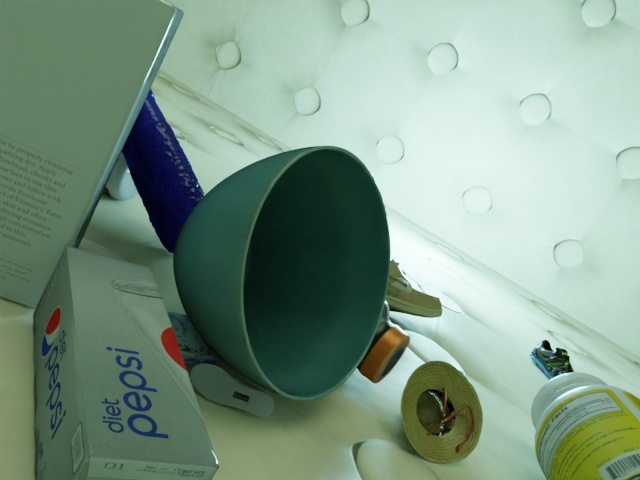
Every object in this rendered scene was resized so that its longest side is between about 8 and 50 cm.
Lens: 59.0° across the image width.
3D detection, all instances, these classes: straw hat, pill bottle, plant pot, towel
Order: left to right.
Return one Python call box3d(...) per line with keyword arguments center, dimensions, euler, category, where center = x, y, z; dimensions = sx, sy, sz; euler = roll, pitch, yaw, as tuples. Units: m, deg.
box3d(center=(-0.409, -0.172, 1.015), dimensions=(0.215, 0.117, 0.117), euler=(32, 13, 9), category="pill bottle")
box3d(center=(-0.261, -0.130, 0.848), dimensions=(0.308, 0.076, 0.227), euler=(62, -17, 3), category="towel")
box3d(center=(-0.067, 0.031, 0.705), dimensions=(0.195, 0.290, 0.290), euler=(5, -3, 36), category="plant pot")
box3d(center=(0.015, 0.108, 0.860), dimensions=(0.245, 0.130, 0.130), euler=(35, 14, 22), category="pill bottle")
box3d(center=(0.154, 0.242, 0.795), dimensions=(0.144, 0.145, 0.061), euler=(25, -24, -21), category="straw hat")
box3d(center=(0.418, 0.324, 0.792), dimensions=(0.187, 0.188, 0.334), euler=(29, 13, -4), category="pill bottle")

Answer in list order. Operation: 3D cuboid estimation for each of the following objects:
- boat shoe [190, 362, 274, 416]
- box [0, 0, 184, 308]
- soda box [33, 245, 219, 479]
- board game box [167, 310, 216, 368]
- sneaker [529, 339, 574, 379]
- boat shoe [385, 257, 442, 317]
box3d(center=(-0.099, 0.166, 0.630), dimensions=(0.100, 0.035, 0.035), euler=(24, -13, -8), category="boat shoe")
box3d(center=(-0.302, -0.139, 0.627), dimensions=(0.168, 0.345, 0.215), euler=(25, 13, -19), category="box")
box3d(center=(-0.183, 0.117, 0.490), dimensions=(0.098, 0.091, 0.286), euler=(21, 16, -34), category="soda box")
box3d(center=(-0.178, 0.114, 0.666), dimensions=(0.090, 0.020, 0.090), euler=(21, 16, -40), category="board game box")
box3d(center=(0.619, 0.322, 1.466), dimensions=(0.067, 0.078, 0.188), euler=(23, 15, -26), category="sneaker")
box3d(center=(0.128, 0.083, 1.156), dimensions=(0.341, 0.110, 0.121), euler=(19, -10, -34), category="boat shoe")
